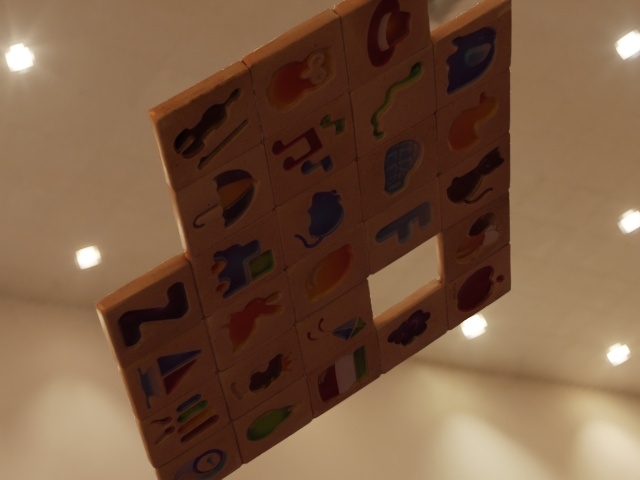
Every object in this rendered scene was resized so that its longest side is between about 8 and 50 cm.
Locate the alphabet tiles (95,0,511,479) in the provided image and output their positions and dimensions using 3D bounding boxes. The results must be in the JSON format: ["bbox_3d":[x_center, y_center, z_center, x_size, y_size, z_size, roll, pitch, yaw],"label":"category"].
[{"bbox_3d":[0.000,0.000,0.656,0.198,0.009,0.237,-31,-35,-17],"label":"alphabet tiles"}]
